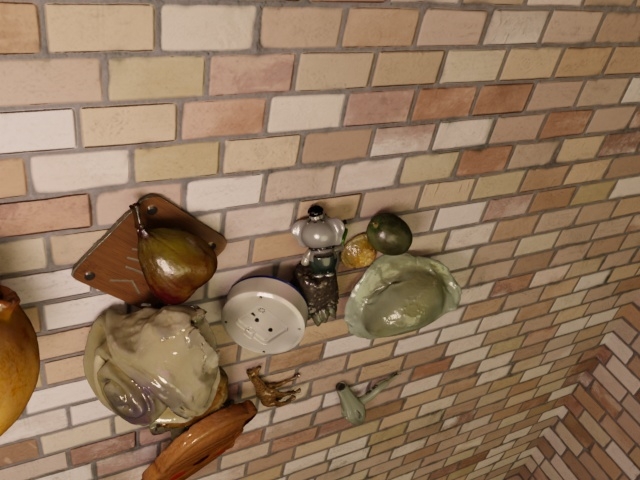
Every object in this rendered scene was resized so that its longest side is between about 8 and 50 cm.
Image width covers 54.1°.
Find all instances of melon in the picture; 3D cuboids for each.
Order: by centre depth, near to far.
[{"bbox_3d":[0.194,-0.017,1.765,0.114,0.114,0.167,-45,138,12],"label":"melon"}]

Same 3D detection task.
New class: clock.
[{"bbox_3d":[-0.151,0.204,1.692,0.230,0.083,0.230,6,127,7],"label":"clock"}]

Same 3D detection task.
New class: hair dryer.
[{"bbox_3d":[0.157,0.548,2.321,0.267,0.092,0.229,-51,132,-4],"label":"hair dryer"}]

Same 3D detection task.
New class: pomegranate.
[{"bbox_3d":[-0.739,0.217,1.186,0.417,0.416,0.416,-18,136,-19],"label":"pomegranate"}]

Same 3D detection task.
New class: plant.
[{"bbox_3d":[-0.017,0.147,1.773,0.132,0.129,0.194,-16,132,-18],"label":"plant"}]

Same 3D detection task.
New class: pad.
[{"bbox_3d":[-0.401,0.040,1.504,0.284,0.018,0.286,-43,140,8],"label":"pad"}]

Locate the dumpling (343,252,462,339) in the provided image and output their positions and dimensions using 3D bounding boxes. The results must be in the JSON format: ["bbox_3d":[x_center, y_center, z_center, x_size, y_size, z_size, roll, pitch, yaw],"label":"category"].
[{"bbox_3d":[0.264,0.191,1.939,0.321,0.212,0.270,-22,135,-31],"label":"dumpling"}]

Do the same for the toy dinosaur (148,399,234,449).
[{"bbox_3d":[-0.400,0.579,1.958,0.294,0.077,0.162,-24,141,-12],"label":"toy dinosaur"}]

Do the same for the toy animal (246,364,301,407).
[{"bbox_3d":[-0.164,0.482,2.046,0.275,0.054,0.149,27,108,-44],"label":"toy animal"}]

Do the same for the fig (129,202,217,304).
[{"bbox_3d":[-0.349,0.024,1.416,0.170,0.145,0.274,-34,128,-4],"label":"fig"}]

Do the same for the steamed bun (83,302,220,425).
[{"bbox_3d":[-0.414,0.324,1.502,0.347,0.237,0.394,30,129,-12],"label":"steamed bun"}]

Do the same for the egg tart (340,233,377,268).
[{"bbox_3d":[0.118,0.040,1.820,0.129,0.049,0.129,-17,135,-17],"label":"egg tart"}]

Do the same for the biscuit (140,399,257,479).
[{"bbox_3d":[-0.386,0.657,1.952,0.350,0.078,0.455,-15,151,-39],"label":"biscuit"}]

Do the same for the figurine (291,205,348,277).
[{"bbox_3d":[0.000,0.000,1.653,0.147,0.126,0.192,-5,110,5],"label":"figurine"}]

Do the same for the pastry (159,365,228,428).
[{"bbox_3d":[-0.387,0.430,1.802,0.236,0.121,0.257,-36,137,-5],"label":"pastry"}]
